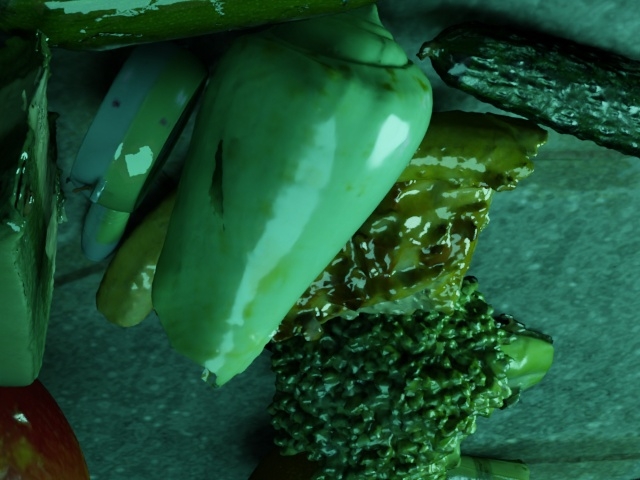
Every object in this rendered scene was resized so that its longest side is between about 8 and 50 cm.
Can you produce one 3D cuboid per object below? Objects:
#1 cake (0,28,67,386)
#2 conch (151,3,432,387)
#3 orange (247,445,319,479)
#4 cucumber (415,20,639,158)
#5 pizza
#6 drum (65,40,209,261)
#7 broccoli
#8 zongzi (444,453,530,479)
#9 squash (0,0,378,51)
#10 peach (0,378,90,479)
[{"bbox_3d":[-0.197,-0.010,0.977,0.172,0.158,0.283,17,151,-37],"label":"cake"},{"bbox_3d":[-0.033,-0.046,0.991,0.143,0.137,0.250,39,111,8],"label":"conch"},{"bbox_3d":[0.017,0.271,1.381,0.206,0.206,0.206,-4,143,-3],"label":"orange"},{"bbox_3d":[0.195,-0.099,1.047,0.293,0.067,0.067,15,138,-21],"label":"cucumber"},{"bbox_3d":[0.000,0.000,1.108,0.365,0.074,0.182,-14,118,15],"label":"pizza"},{"bbox_3d":[-0.129,-0.064,1.049,0.049,0.130,0.253,28,166,-3],"label":"drum"},{"bbox_3d":[0.087,0.143,1.248,0.273,0.180,0.242,14,137,-26],"label":"broccoli"},{"bbox_3d":[0.143,0.249,1.513,0.104,0.052,0.113,13,152,-12],"label":"zongzi"},{"bbox_3d":[-0.041,-0.168,0.901,0.331,0.087,0.087,-9,143,5],"label":"squash"},{"bbox_3d":[-0.356,0.228,1.162,0.388,0.388,0.388,-4,143,-3],"label":"peach"}]
